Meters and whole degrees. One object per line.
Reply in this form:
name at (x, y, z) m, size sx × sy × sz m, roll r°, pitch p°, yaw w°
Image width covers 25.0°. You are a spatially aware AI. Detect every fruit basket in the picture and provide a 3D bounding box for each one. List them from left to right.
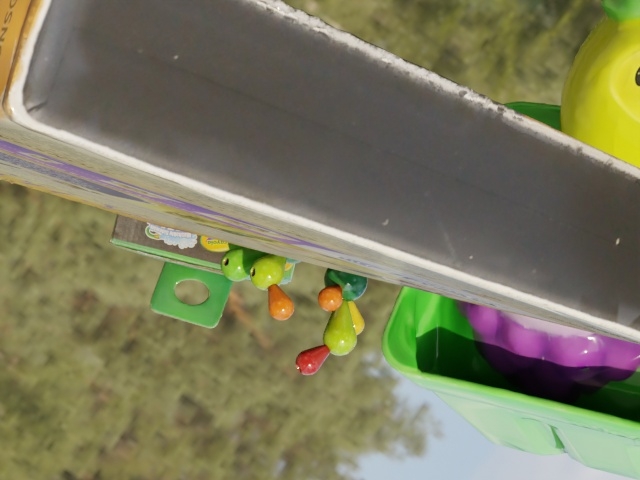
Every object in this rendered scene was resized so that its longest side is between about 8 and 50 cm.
fruit basket at (0.240, -0.008, 0.933) m, size 0.283 × 0.392 × 0.392 m, roll -64°, pitch -170°, yaw -28°

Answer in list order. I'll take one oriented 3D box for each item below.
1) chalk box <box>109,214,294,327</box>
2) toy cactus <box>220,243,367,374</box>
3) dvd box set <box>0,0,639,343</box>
chalk box at (-0.122, -0.045, 1.705) m, size 0.179 × 0.180 × 0.289 m, roll 14°, pitch 91°, yaw -74°
toy cactus at (0.000, 0.000, 1.261) m, size 0.180 × 0.219 × 0.112 m, roll -26°, pitch 147°, yaw -9°
dvd box set at (-0.075, -0.044, 0.617) m, size 0.420 × 0.307 × 0.062 m, roll 12°, pitch -95°, yaw 55°
